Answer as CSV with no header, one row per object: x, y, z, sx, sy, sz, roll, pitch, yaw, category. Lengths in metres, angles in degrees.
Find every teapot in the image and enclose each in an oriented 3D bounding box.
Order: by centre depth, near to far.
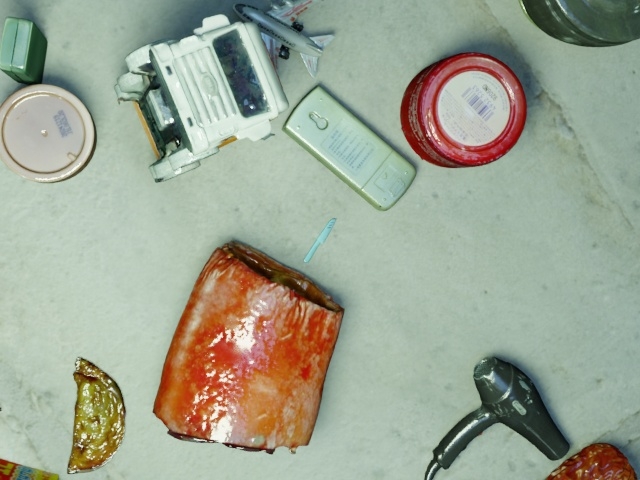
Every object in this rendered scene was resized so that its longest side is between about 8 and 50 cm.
0.388,-0.422,1.565,0.322,0.239,0.239,-5,93,-15,teapot

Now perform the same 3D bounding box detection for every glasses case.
-0.443,-0.279,1.444,0.039,0.184,0.077,9,91,-9,glasses case

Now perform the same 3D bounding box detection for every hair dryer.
0.280,0.351,1.677,0.272,0.091,0.235,-39,109,6,hair dryer

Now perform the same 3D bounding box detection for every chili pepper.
-0.102,0.174,1.510,0.251,0.229,0.305,19,90,6,chili pepper

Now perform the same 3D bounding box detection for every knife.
0.000,0.000,1.629,0.014,0.005,0.091,34,86,-9,knife

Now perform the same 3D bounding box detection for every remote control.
0.050,-0.151,1.615,0.233,0.038,0.098,39,85,-9,remote control

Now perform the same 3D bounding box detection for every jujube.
0.463,0.432,1.688,0.176,0.109,0.112,-33,62,1,jujube

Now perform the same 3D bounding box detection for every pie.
-0.360,0.286,1.563,0.088,0.033,0.191,3,92,-14,pie

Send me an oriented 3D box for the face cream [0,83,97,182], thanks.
-0.423,-0.163,1.493,0.149,0.104,0.149,-1,93,-10,face cream

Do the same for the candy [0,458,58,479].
-0.551,0.377,1.476,0.276,0.146,0.088,20,88,-9,candy

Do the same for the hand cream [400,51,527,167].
0.236,-0.213,1.604,0.193,0.125,0.193,-1,95,-10,hand cream

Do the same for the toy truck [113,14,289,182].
-0.167,-0.204,1.402,0.207,0.387,0.173,-24,97,-14,toy truck

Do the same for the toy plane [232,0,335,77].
-0.066,-0.339,1.571,0.171,0.065,0.162,26,88,-9,toy plane
